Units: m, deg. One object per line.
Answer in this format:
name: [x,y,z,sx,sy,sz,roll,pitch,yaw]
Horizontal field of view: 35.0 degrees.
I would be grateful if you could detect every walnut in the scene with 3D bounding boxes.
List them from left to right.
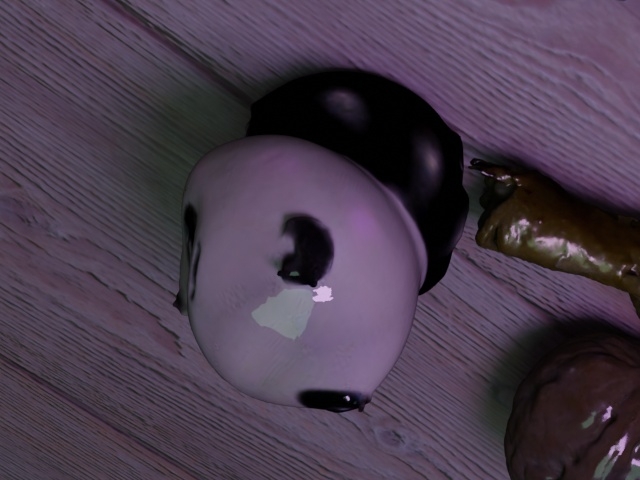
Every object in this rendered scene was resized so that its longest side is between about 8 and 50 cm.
walnut: [0.296,0.198,1.024,0.224,0.224,0.224,6,125,8]

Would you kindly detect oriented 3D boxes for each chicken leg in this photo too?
chicken leg: [0.325,0.036,0.937,0.429,0.201,0.152,22,98,3]

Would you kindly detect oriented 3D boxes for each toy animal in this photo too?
toy animal: [0.000,0.000,0.875,0.251,0.310,0.251,7,127,9]
